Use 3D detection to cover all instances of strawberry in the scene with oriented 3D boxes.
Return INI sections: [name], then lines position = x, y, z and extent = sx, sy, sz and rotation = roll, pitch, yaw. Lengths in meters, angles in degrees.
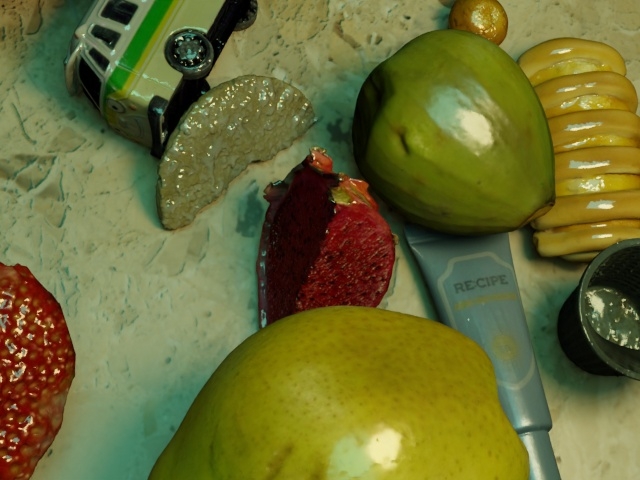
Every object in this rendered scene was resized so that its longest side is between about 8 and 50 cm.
[strawberry]
position = -0.432, 0.167, 1.490
extent = 0.351, 0.267, 0.312
rotation = -28, 100, -22

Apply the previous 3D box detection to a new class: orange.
[orange]
position = 0.209, -0.290, 1.823
extent = 0.083, 0.070, 0.083
rotation = 5, 76, -19

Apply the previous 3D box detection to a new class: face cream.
[face cream]
position = 0.214, 0.144, 1.681
extent = 0.135, 0.086, 0.385
rotation = -10, 69, -12

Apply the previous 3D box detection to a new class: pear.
[pear]
position = 0.015, 0.258, 1.472
extent = 0.418, 0.362, 0.362
rotation = -29, 78, 0

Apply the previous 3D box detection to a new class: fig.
[fig]
position = 0.173, -0.120, 1.666
extent = 0.271, 0.239, 0.239
rotation = 39, 70, 19

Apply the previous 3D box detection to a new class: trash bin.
[trash bin]
position = 0.373, 0.098, 1.675
extent = 0.175, 0.161, 0.175
rotation = 2, 76, -8

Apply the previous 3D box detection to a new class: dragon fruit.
[dragon fruit]
position = 0.008, -0.003, 1.642
extent = 0.126, 0.274, 0.161
rotation = 0, 41, -28

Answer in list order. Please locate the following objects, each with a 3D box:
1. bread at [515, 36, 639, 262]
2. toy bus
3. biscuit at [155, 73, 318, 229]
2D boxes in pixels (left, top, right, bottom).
[bread]
position = 0.337, -0.125, 1.764
extent = 0.172, 0.121, 0.311
rotation = -5, 72, -9
[toy bus]
position = -0.195, -0.277, 1.719
extent = 0.179, 0.143, 0.305
rotation = 25, 71, 2
[biscuit]
position = -0.117, -0.129, 1.699
extent = 0.250, 0.133, 0.032
rotation = -38, 43, -17
